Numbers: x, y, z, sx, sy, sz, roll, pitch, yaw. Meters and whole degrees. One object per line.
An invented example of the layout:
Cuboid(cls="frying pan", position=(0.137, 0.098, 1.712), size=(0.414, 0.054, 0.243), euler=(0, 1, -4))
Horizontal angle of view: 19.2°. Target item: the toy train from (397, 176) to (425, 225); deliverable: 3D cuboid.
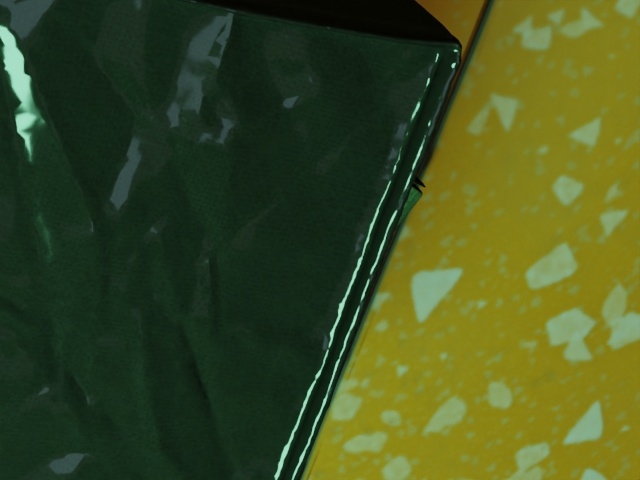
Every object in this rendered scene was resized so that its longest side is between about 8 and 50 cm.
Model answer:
Cuboid(cls="toy train", position=(0.000, 0.000, 1.166), size=(0.071, 0.038, 0.148), euler=(32, 100, -38))

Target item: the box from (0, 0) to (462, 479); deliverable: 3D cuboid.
Cuboid(cls="box", position=(-0.127, -0.012, 0.992), size=(0.251, 0.204, 0.345), euler=(8, 114, -29))
